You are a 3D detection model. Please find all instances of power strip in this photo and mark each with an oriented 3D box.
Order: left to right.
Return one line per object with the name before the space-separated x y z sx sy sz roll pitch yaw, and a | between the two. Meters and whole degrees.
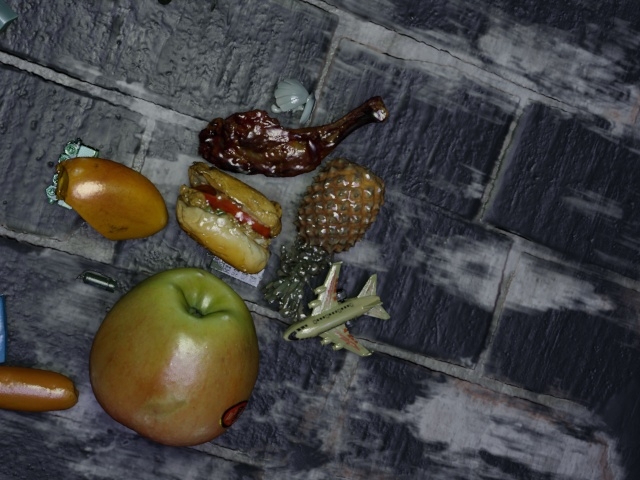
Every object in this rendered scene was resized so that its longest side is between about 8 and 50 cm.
power strip | -0.187 0.056 1.839 0.136 0.019 0.051 25 93 -15

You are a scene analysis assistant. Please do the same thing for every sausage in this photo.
sausage | -0.616 0.304 1.736 0.238 0.098 0.098 10 95 -13

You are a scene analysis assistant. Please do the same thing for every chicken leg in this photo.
chicken leg | -0.055 -0.215 1.770 0.407 0.096 0.158 -8 123 7

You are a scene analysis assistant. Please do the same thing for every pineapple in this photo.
pineapple | 0.000 0.000 1.797 0.175 0.175 0.361 29 89 -15

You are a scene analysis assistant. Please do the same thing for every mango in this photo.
mango | -0.415 -0.078 1.703 0.252 0.126 0.154 27 97 -35

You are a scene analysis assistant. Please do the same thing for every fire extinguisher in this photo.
fire extinguisher | -0.469 0.082 1.776 0.083 0.025 0.038 19 55 -15

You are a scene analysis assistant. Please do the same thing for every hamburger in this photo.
hamburger | -0.190 -0.046 1.720 0.244 0.244 0.163 31 93 -15

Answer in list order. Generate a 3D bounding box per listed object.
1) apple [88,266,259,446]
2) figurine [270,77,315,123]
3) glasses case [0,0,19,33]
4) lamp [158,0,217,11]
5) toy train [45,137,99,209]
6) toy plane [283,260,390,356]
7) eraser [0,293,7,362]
apple | -0.270 0.222 1.675 0.338 0.338 0.305 24 105 -15
figurine | -0.055 -0.301 1.801 0.086 0.082 0.094 19 69 1
glasses case | -0.721 -0.496 1.624 0.266 0.056 0.105 44 86 -14
lamp | -0.273 -0.496 1.727 0.121 0.054 0.041 2 97 -13
toy train | -0.508 -0.137 1.730 0.071 0.038 0.148 22 92 -17
toy plane | 0.030 0.166 1.867 0.244 0.092 0.229 -20 103 -9
eraser | -0.797 0.184 1.704 0.312 0.042 0.144 -1 97 -13
